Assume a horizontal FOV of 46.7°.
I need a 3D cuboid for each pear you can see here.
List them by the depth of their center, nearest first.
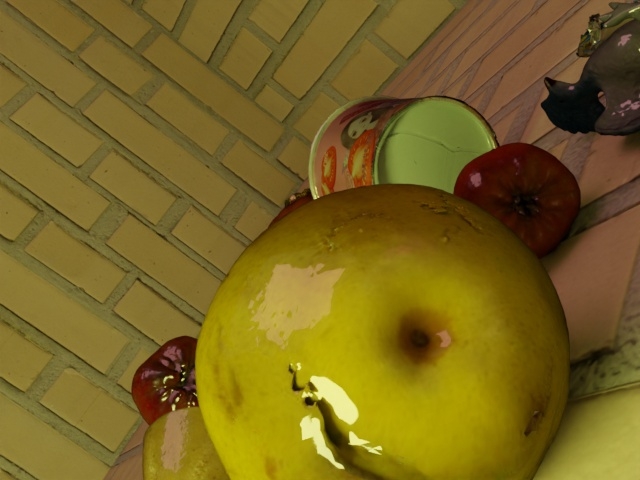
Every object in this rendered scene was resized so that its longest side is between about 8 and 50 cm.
[{"bbox_3d":[0.052,0.103,0.585,0.285,0.285,0.336,-53,-21,-4],"label":"pear"}]

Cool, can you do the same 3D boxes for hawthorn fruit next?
[{"bbox_3d":[0.201,-0.044,0.763,0.125,0.125,0.140,-46,2,36],"label":"hawthorn fruit"},{"bbox_3d":[-0.303,0.335,1.631,0.224,0.224,0.261,-58,-2,-33],"label":"hawthorn fruit"}]

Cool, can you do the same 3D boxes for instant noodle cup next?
[{"bbox_3d":[0.127,-0.102,1.088,0.243,0.243,0.231,-54,16,-6],"label":"instant noodle cup"}]

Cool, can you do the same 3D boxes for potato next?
[{"bbox_3d":[-0.194,0.368,1.128,0.203,0.178,0.158,-22,38,23],"label":"potato"}]

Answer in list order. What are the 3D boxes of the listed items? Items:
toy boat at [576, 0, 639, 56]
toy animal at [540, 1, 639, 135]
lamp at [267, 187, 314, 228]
[{"bbox_3d":[0.369,-0.258,0.952,0.084,0.066,0.210,-18,5,8],"label":"toy boat"},{"bbox_3d":[0.343,-0.191,0.772,0.255,0.176,0.239,5,54,38],"label":"toy animal"},{"bbox_3d":[0.000,0.000,1.393,0.223,0.197,0.223,-23,-20,-9],"label":"lamp"}]
